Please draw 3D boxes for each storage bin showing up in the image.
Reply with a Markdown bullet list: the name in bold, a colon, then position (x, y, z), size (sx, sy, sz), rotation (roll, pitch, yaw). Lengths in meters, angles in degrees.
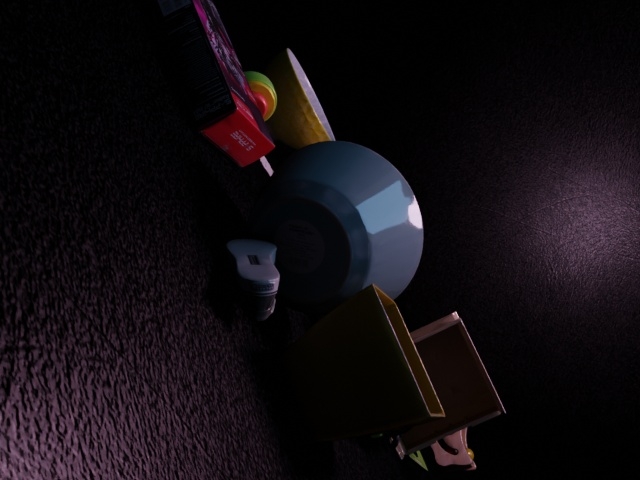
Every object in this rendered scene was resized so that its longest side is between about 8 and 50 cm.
- **storage bin**: position (0.254, 0.338, 1.867), size (0.260, 0.262, 0.123), rotation (64, 6, -4)

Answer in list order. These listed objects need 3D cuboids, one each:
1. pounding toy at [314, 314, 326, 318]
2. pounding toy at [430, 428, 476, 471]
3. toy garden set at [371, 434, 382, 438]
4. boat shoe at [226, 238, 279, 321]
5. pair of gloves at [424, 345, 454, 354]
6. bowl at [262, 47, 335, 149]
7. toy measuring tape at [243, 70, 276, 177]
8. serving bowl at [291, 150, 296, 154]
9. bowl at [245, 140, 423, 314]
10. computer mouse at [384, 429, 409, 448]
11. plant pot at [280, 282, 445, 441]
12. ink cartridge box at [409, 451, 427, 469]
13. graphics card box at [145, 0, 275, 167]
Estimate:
- **pounding toy**: position (0.007, 0.071, 1.610), size (0.183, 0.110, 0.237), rotation (36, -31, 2)
- **pounding toy**: position (0.407, 0.581, 2.465), size (0.155, 0.154, 0.269), rotation (53, 15, -54)
- **toy garden set**: position (0.047, 0.267, 1.546), size (0.204, 0.049, 0.244), rotation (34, 32, -77)
- **boat shoe**: position (-0.103, 0.053, 1.193), size (0.219, 0.078, 0.070), rotation (-110, -155, -71)
- **pair of gloves**: position (0.219, 0.258, 2.031), size (0.204, 0.240, 0.042), rotation (23, 69, -78)
- **bowl**: position (-0.088, -0.344, 2.143), size (0.289, 0.156, 0.289), rotation (62, 8, -16)
- **toy measuring tape**: position (-0.128, -0.273, 1.830), size (0.330, 0.121, 0.121), rotation (58, 10, -36)
- **serving bowl**: position (-0.066, -0.216, 2.340), size (0.083, 0.027, 0.083), rotation (62, 8, -15)
- **bowl**: position (0.000, 0.000, 1.338), size (0.311, 0.311, 0.163), rotation (64, 27, -3)
- **computer mouse**: position (0.149, 0.329, 1.656), size (0.272, 0.072, 0.188), rotation (98, -30, -76)
- **plant pot**: position (0.060, 0.216, 1.278), size (0.212, 0.187, 0.212), rotation (67, 8, 17)
- **ink cartridge box**: position (0.246, 0.441, 2.079), size (0.189, 0.097, 0.255), rotation (52, 14, -57)
- **graphics card box**: position (-0.220, -0.345, 1.547), size (0.371, 0.094, 0.233), rotation (66, 9, 16)
